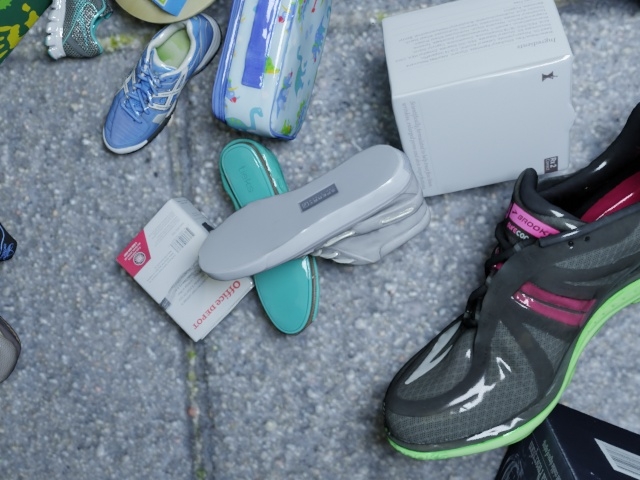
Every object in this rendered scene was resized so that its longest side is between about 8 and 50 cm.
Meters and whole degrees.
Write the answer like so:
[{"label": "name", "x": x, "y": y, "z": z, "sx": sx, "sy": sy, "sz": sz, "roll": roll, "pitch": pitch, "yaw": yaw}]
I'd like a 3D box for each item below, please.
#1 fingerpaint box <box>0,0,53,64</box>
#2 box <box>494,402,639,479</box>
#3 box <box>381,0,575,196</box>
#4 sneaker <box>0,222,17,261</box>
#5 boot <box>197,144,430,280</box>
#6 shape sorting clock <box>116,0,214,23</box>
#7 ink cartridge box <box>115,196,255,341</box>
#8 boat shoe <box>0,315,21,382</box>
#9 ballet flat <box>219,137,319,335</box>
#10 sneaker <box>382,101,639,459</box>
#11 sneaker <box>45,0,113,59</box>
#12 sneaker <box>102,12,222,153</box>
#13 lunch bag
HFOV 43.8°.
[{"label": "fingerpaint box", "x": -0.581, "y": -0.403, "z": 0.890, "sx": 0.445, "sy": 0.371, "sz": 0.163, "roll": 44, "pitch": 99, "yaw": 3}, {"label": "box", "x": 0.264, "y": 0.373, "z": 0.828, "sx": 0.178, "sy": 0.343, "sz": 0.313, "roll": 21, "pitch": 97, "yaw": 5}, {"label": "box", "x": 0.172, "y": -0.158, "z": 0.870, "sx": 0.181, "sy": 0.181, "sz": 0.119, "roll": -11, "pitch": 55, "yaw": 9}, {"label": "sneaker", "x": -0.500, "y": -0.036, "z": 1.058, "sx": 0.232, "sy": 0.090, "sz": 0.081, "roll": 35, "pitch": 99, "yaw": 27}, {"label": "boot", "x": 0.000, "y": 0.000, "z": 0.895, "sx": 0.258, "sy": 0.123, "sz": 0.095, "roll": -25, "pitch": 46, "yaw": 11}, {"label": "shape sorting clock", "x": -0.175, "y": -0.357, "z": 0.930, "sx": 0.206, "sy": 0.040, "sz": 0.206, "roll": 0, "pitch": 89, "yaw": 27}, {"label": "ink cartridge box", "x": -0.164, "y": 0.036, "z": 1.012, "sx": 0.150, "sy": 0.063, "sz": 0.109, "roll": 45, "pitch": 100, "yaw": 3}, {"label": "boat shoe", "x": -0.528, "y": 0.052, "z": 1.030, "sx": 0.355, "sy": 0.130, "sz": 0.132, "roll": 35, "pitch": 108, "yaw": 0}, {"label": "ballet flat", "x": -0.052, "y": -0.009, "z": 0.979, "sx": 0.083, "sy": 0.087, "sz": 0.248, "roll": -18, "pitch": 94, "yaw": 16}, {"label": "sneaker", "x": 0.233, "y": 0.036, "z": 0.868, "sx": 0.483, "sy": 0.185, "sz": 0.202, "roll": -45, "pitch": 117, "yaw": 1}, {"label": "sneaker", "x": -0.301, "y": -0.311, "z": 1.017, "sx": 0.076, "sy": 0.065, "sz": 0.167, "roll": 8, "pitch": 99, "yaw": -8}, {"label": "sneaker", "x": -0.210, "y": -0.200, "z": 0.991, "sx": 0.080, "sy": 0.081, "sz": 0.211, "roll": 36, "pitch": 99, "yaw": 4}, {"label": "lunch bag", "x": -0.053, "y": -0.229, "z": 0.917, "sx": 0.090, "sy": 0.176, "sz": 0.219, "roll": 14, "pitch": 97, "yaw": 7}]
